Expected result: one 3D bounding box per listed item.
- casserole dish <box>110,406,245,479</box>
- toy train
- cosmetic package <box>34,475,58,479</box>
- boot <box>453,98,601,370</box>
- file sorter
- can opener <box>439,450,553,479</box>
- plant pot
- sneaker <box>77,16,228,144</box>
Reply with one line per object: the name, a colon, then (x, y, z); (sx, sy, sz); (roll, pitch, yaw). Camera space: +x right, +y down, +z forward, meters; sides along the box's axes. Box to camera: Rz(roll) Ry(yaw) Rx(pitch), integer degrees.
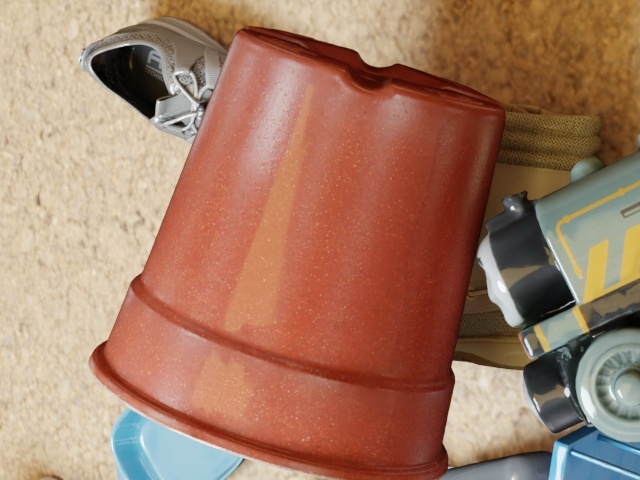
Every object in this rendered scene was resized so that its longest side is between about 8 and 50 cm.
casserole dish: (-0.121, 0.179, 1.794); (0.188, 0.037, 0.114); (-45, 71, 38)
toy train: (0.269, 0.002, 1.313); (0.334, 0.142, 0.190); (-27, 86, 17)
cosmetic package: (-0.262, 0.487, 1.900); (0.230, 0.161, 0.453); (21, 112, 35)
boot: (0.108, -0.010, 1.522); (0.262, 0.095, 0.203); (6, 99, 46)
file sorter: (0.243, 0.191, 1.404); (0.104, 0.170, 0.118); (19, 112, 32)
can opener: (0.104, 0.212, 1.531); (0.280, 0.093, 0.074); (154, 110, -65)
plant pot: (0.000, 0.000, 1.403); (0.272, 0.272, 0.265); (24, 102, 34)
sneaker: (-0.086, -0.105, 1.648); (0.281, 0.115, 0.105); (24, 114, 34)
